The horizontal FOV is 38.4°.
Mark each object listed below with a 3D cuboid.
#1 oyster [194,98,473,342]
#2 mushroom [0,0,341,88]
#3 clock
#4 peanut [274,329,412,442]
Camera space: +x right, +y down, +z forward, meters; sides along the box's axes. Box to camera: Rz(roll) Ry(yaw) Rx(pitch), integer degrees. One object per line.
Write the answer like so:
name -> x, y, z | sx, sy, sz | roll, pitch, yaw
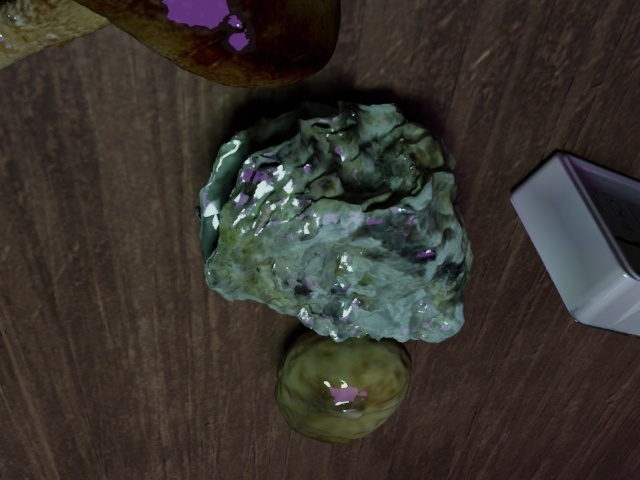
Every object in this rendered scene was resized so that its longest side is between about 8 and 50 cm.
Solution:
oyster -> 0.031, -0.005, 0.700 | 0.268, 0.112, 0.198 | 6, 120, -36
mushroom -> -0.122, -0.139, 0.506 | 0.227, 0.148, 0.217 | 30, 143, -34
clock -> 0.279, 0.012, 0.822 | 0.197, 0.150, 0.063 | 14, 133, -35
peanut -> 0.022, 0.142, 0.932 | 0.140, 0.109, 0.159 | 5, 152, -12
